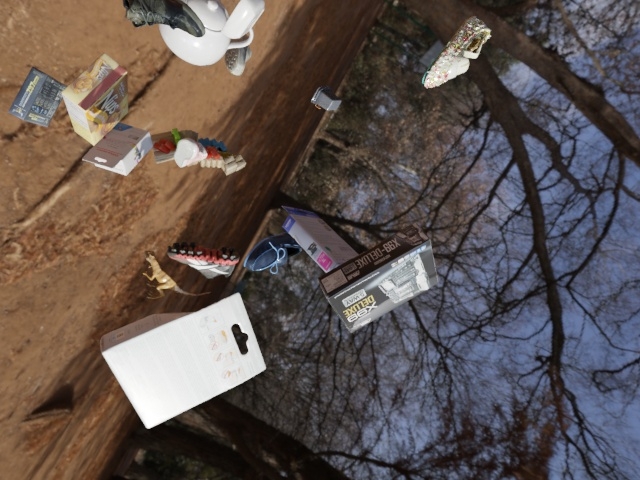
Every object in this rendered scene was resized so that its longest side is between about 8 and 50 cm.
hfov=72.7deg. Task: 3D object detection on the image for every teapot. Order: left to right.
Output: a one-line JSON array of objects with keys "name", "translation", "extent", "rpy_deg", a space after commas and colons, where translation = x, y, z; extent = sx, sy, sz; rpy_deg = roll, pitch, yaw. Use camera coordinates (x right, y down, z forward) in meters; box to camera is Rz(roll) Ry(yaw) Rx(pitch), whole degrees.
[{"name": "teapot", "translation": [-0.386, -0.718, 1.428], "extent": [0.187, 0.253, 0.256], "rpy_deg": [-21, -159, 45]}]

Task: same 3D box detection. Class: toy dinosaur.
[{"name": "toy dinosaur", "translation": [-0.424, 0.121, 1.209], "extent": [0.112, 0.211, 0.064], "rpy_deg": [-31, -152, 20]}]

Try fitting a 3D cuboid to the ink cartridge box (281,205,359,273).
[{"name": "ink cartridge box", "translation": [0.000, 0.000, 1.485], "extent": [0.185, 0.311, 0.065], "rpy_deg": [5, 126, -52]}]

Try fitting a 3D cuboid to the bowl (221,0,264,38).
[{"name": "bowl", "translation": [-0.223, -0.662, 1.289], "extent": [0.142, 0.053, 0.142], "rpy_deg": [-37, -159, 35]}]

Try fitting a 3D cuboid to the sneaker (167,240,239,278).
[{"name": "sneaker", "translation": [-0.464, 0.085, 1.710], "extent": [0.098, 0.275, 0.135], "rpy_deg": [-109, -148, -58]}]

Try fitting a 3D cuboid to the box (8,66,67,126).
[{"name": "box", "translation": [-1.034, -0.522, 1.604], "extent": [0.184, 0.059, 0.232], "rpy_deg": [-62, -165, 2]}]

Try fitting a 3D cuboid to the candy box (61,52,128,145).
[{"name": "candy box", "translation": [-0.720, -0.446, 1.414], "extent": [0.183, 0.087, 0.316], "rpy_deg": [-57, -166, -19]}]

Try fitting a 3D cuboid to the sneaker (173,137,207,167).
[{"name": "sneaker", "translation": [-0.301, -0.219, 1.039], "extent": [0.070, 0.051, 0.134], "rpy_deg": [-32, -172, -30]}]

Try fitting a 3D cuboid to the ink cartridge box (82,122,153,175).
[{"name": "ink cartridge box", "translation": [-0.587, -0.257, 1.265], "extent": [0.062, 0.104, 0.181], "rpy_deg": [99, 11, -51]}]

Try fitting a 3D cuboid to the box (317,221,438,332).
[{"name": "box", "translation": [0.170, 0.113, 1.218], "extent": [0.307, 0.242, 0.077], "rpy_deg": [-29, -129, -1]}]

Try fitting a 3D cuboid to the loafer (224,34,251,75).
[{"name": "loafer", "translation": [-0.340, -0.805, 1.849], "extent": [0.112, 0.111, 0.320], "rpy_deg": [-35, -132, 34]}]

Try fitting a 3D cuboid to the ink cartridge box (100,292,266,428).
[{"name": "ink cartridge box", "translation": [-0.384, 0.333, 1.275], "extent": [0.384, 0.308, 0.091], "rpy_deg": [-23, -151, -18]}]

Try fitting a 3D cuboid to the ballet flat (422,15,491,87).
[{"name": "ballet flat", "translation": [0.338, -0.453, 1.053], "extent": [0.241, 0.077, 0.091], "rpy_deg": [-53, 163, -15]}]

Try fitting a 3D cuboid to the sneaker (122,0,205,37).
[{"name": "sneaker", "translation": [-0.425, -0.593, 1.152], "extent": [0.130, 0.227, 0.087], "rpy_deg": [-60, -165, -15]}]

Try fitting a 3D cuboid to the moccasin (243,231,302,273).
[{"name": "moccasin", "translation": [-0.183, 0.048, 1.833], "extent": [0.342, 0.116, 0.138], "rpy_deg": [-35, 157, -54]}]

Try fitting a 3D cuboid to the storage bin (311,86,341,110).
[{"name": "storage bin", "translation": [0.031, -0.656, 2.051], "extent": [0.098, 0.091, 0.135], "rpy_deg": [-55, 168, 29]}]

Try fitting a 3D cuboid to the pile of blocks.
[{"name": "pile of blocks", "translation": [-0.452, -0.346, 1.612], "extent": [0.112, 0.361, 0.149], "rpy_deg": [152, -55, -71]}]
